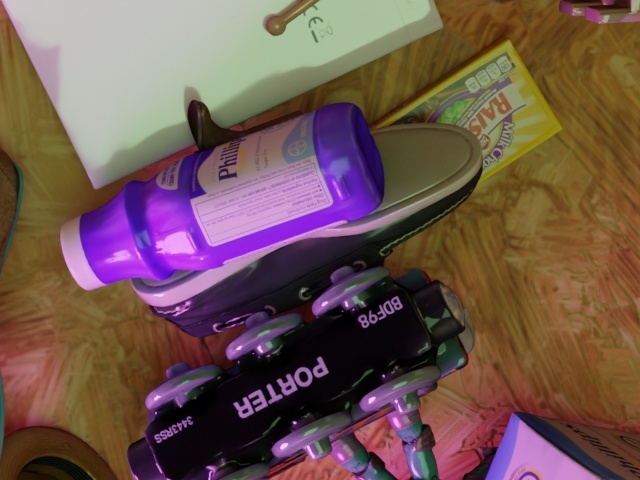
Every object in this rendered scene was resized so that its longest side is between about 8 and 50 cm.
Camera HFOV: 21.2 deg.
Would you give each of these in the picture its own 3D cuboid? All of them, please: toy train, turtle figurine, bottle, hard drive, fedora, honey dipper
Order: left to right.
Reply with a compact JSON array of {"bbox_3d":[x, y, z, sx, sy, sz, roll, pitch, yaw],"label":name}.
[{"bbox_3d":[-0.259,0.273,1.603,0.079,0.194,0.194,-29,109,36],"label":"fedora"},{"bbox_3d":[-0.094,-0.225,1.550,0.353,0.047,0.233,-25,106,-3],"label":"hard drive"},{"bbox_3d":[-0.087,-0.031,1.489,0.283,0.118,0.092,-19,113,13],"label":"bottle"},{"bbox_3d":[-0.013,0.133,1.546,0.334,0.190,0.142,-30,78,11],"label":"toy train"},{"bbox_3d":[0.019,-0.232,1.527,0.161,0.030,0.030,-37,105,3],"label":"honey dipper"},{"bbox_3d":[0.107,0.255,1.660,0.175,0.118,0.234,-34,100,0],"label":"turtle figurine"}]

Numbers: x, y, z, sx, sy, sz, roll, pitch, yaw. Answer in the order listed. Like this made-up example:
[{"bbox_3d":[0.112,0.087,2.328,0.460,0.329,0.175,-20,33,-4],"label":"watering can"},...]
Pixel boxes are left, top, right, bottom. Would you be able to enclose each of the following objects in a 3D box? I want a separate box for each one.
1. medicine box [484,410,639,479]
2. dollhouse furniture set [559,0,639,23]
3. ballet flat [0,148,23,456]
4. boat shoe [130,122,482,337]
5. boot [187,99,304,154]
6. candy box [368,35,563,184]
[{"bbox_3d":[0.271,0.325,1.625,0.289,0.149,0.263,14,102,-39],"label":"medicine box"},{"bbox_3d":[0.286,-0.309,1.486,0.161,0.242,0.212,-4,104,-8],"label":"dollhouse furniture set"},{"bbox_3d":[-0.340,0.076,1.501,0.124,0.116,0.342,12,84,-52],"label":"ballet flat"},{"bbox_3d":[0.000,0.003,1.571,0.340,0.127,0.113,-26,130,4],"label":"boat shoe"},{"bbox_3d":[-0.059,-0.102,1.545,0.114,0.037,0.106,-15,147,-8],"label":"boot"},{"bbox_3d":[0.117,-0.093,1.622,0.206,0.027,0.105,-34,107,0],"label":"candy box"}]
